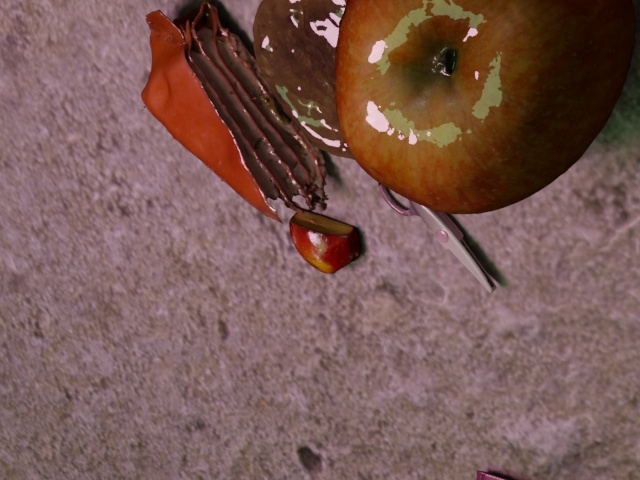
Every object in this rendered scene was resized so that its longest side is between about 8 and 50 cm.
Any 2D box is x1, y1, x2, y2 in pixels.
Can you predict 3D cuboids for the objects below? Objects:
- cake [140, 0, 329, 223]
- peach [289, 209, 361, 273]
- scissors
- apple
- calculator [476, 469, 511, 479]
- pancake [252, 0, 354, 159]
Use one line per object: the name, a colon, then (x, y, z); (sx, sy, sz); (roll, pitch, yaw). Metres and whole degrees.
cake: (-0.100, -0.133, 2.139); (0.287, 0.098, 0.135); (52, 135, 2)
peach: (0.000, 0.000, 2.187); (0.077, 0.050, 0.083); (-33, 93, 45)
scissors: (0.134, -0.014, 2.089); (0.176, 0.022, 0.085); (50, 139, 1)
apple: (0.143, -0.171, 1.806); (0.277, 0.250, 0.309); (14, 125, 31)
calculator: (0.242, 0.361, 2.268); (0.127, 0.034, 0.190); (15, 129, 28)
pancake: (0.027, -0.178, 2.035); (0.242, 0.050, 0.242); (21, 131, 27)
